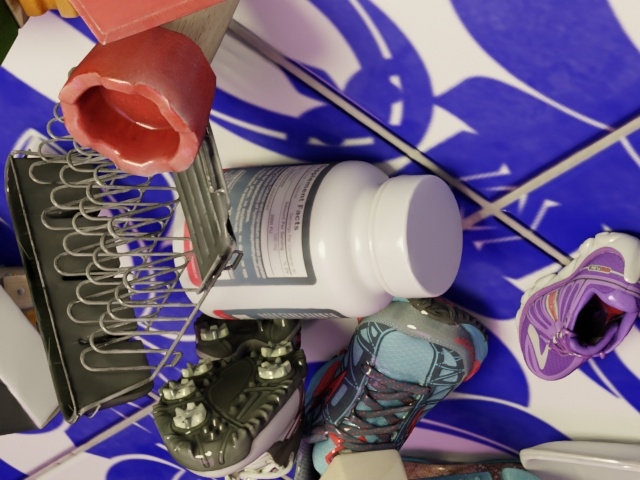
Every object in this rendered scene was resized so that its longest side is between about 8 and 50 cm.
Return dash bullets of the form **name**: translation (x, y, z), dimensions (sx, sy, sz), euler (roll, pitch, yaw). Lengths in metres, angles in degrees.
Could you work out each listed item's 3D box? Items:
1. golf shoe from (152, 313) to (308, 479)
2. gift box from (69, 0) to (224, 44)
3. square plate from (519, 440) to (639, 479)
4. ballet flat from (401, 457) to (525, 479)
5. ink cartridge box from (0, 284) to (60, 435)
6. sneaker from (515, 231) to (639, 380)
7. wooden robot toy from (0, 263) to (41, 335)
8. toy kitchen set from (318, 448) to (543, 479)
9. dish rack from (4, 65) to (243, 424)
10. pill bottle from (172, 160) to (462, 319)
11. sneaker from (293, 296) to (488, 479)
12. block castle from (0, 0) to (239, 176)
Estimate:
- **golf shoe**: translation (-0.047, 0.129, 1.296), dimensions (0.105, 0.273, 0.120), euler (-11, 102, 8)
- **gift box**: translation (-0.015, -0.266, 0.719), dimensions (0.276, 0.258, 0.255), euler (-15, 133, 16)
- **square plate**: translation (0.369, 0.263, 1.430), dimensions (0.344, 0.049, 0.347), euler (1, 142, 29)
- **ballet flat**: translation (0.104, 0.222, 1.511), dimensions (0.206, 0.067, 0.073), euler (-9, 137, 40)
- **ink cartridge box**: translation (-0.363, 0.007, 1.411), dimensions (0.176, 0.069, 0.371), euler (-14, 117, 44)
- **sneaker**: translation (0.175, 0.056, 1.227), dimensions (0.068, 0.071, 0.170), euler (24, 148, -2)
- **wooden robot toy**: translation (-0.250, 0.061, 1.516), dimensions (0.079, 0.076, 0.173), euler (-6, 155, -23)
- **toy kitchen set**: translation (0.107, 0.249, 1.325), dimensions (0.207, 0.166, 0.122), euler (-3, 146, -24)
- **dish rack**: translation (-0.134, -0.020, 1.194), dimensions (0.074, 0.208, 0.271), euler (-9, 157, -26)
- **pill bottle**: translation (0.000, 0.000, 1.217), dimensions (0.180, 0.108, 0.108), euler (-2, 140, 32)
- **sneaker**: translation (0.047, 0.132, 1.361), dimensions (0.104, 0.125, 0.262), euler (24, 147, -3)
- **block castle**: translation (-0.292, -0.182, 1.032), dimensions (0.453, 0.213, 0.303), euler (5, 143, 25)
